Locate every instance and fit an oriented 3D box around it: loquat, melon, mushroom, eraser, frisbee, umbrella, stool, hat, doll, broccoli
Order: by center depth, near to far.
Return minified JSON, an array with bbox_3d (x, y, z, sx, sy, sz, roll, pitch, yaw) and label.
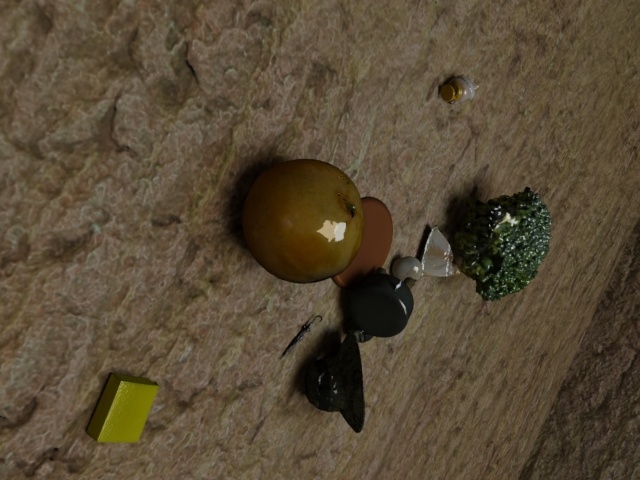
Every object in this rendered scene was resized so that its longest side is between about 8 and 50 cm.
[{"bbox_3d":[-0.375,0.320,1.220,0.097,0.045,0.122,23,87,-50],"label":"eraser"},{"bbox_3d":[-0.035,-0.042,1.313,0.263,0.263,0.263,-21,121,-42],"label":"loquat"},{"bbox_3d":[-0.052,0.235,1.569,0.149,0.022,0.022,-42,170,-18],"label":"umbrella"},{"bbox_3d":[0.030,0.362,1.613,0.128,0.265,0.265,-3,111,-13],"label":"hat"},{"bbox_3d":[0.109,0.011,1.653,0.251,0.021,0.250,-22,122,-40],"label":"frisbee"},{"bbox_3d":[0.146,0.165,1.664,0.153,0.228,0.139,57,33,-10],"label":"stool"},{"bbox_3d":[0.381,-0.407,1.754,0.127,0.073,0.084,-22,154,-37],"label":"doll"},{"bbox_3d":[0.244,0.078,1.796,0.079,0.085,0.085,-62,157,-70],"label":"mushroom"},{"bbox_3d":[0.339,0.060,1.878,0.139,0.093,0.202,-38,126,-22],"label":"melon"},{"bbox_3d":[0.544,0.010,1.915,0.324,0.272,0.334,-54,137,-53],"label":"broccoli"}]
